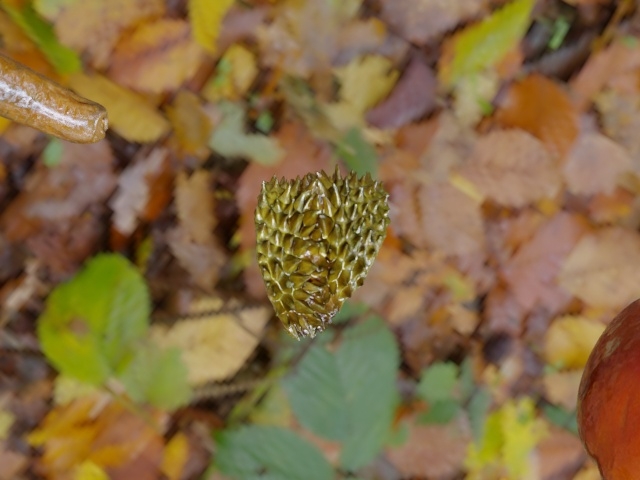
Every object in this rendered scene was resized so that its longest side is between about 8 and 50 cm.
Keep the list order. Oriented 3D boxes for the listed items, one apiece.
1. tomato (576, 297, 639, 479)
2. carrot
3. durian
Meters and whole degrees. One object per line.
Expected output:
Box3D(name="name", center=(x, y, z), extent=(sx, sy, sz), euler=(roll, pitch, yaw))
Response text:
Box3D(name="tomato", center=(0.328, 0.146, 1.506), extent=(0.260, 0.260, 0.180), euler=(-12, 144, -49))
Box3D(name="carrot", center=(-0.283, -0.138, 1.744), extent=(0.186, 0.060, 0.060), euler=(22, 105, -16))
Box3D(name="durian", center=(0.000, 0.000, 1.944), extent=(0.144, 0.252, 0.139), euler=(1, 132, -5))
